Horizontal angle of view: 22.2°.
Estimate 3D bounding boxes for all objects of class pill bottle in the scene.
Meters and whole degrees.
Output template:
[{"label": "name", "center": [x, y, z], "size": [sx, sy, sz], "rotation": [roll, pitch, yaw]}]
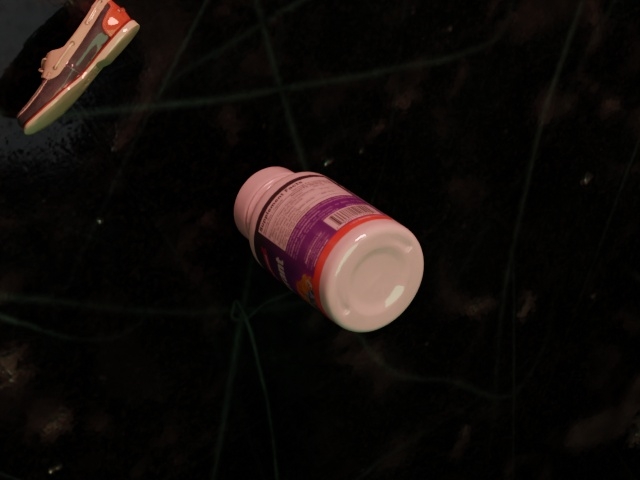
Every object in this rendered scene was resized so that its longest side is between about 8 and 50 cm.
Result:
[{"label": "pill bottle", "center": [0.000, 0.000, 1.524], "size": [0.108, 0.193, 0.108], "rotation": [-15, 120, -28]}]

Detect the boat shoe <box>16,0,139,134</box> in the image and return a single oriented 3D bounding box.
[{"label": "boat shoe", "center": [-0.215, -0.149, 1.399], "size": [0.043, 0.049, 0.137], "rotation": [42, 86, 2]}]
